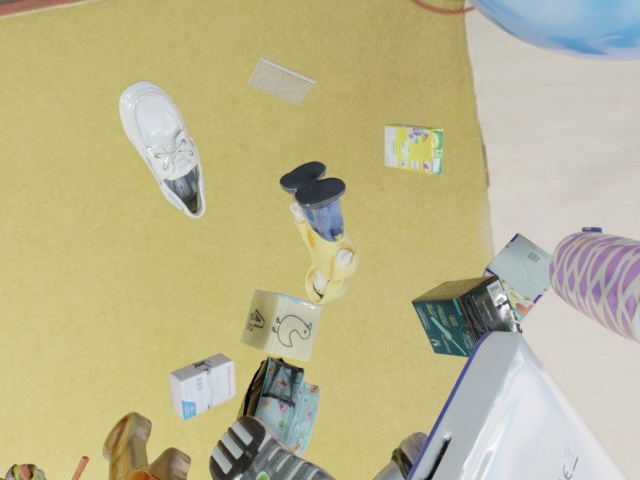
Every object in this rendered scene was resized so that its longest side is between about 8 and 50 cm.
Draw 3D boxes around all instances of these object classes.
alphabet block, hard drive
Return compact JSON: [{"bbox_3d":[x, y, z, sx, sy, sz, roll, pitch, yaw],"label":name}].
[{"bbox_3d":[-0.137,0.291,1.772,0.192,0.193,0.197,20,78,-31],"label":"alphabet block"},{"bbox_3d":[0.173,0.252,0.370,0.319,0.040,0.210,50,58,-18],"label":"hard drive"}]

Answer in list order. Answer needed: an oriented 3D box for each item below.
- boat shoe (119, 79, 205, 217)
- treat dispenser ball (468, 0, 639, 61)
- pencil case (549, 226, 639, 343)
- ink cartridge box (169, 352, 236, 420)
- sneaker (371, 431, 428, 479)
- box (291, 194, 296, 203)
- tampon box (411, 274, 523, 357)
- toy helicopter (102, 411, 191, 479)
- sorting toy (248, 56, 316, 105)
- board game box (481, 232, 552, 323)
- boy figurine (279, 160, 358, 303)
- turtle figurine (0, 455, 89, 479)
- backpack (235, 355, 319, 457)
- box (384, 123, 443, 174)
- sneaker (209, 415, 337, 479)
[{"bbox_3d":[-0.255,-0.147,0.898,0.098,0.277,0.096,-35,56,-15],"label":"boat shoe"},{"bbox_3d":[0.197,-0.254,0.297,0.288,0.288,0.288,0,89,7],"label":"treat dispenser ball"},{"bbox_3d":[0.275,0.041,0.447,0.088,0.206,0.086,12,98,4],"label":"pencil case"},{"bbox_3d":[-0.376,0.464,1.648,0.082,0.190,0.140,15,113,43],"label":"ink cartridge box"},{"bbox_3d":[0.129,0.398,0.499,0.210,0.137,0.366,-33,80,-8],"label":"sneaker"},{"bbox_3d":[-0.027,-0.115,1.618,0.093,0.156,0.158,-18,75,-9],"label":"box"},{"bbox_3d":[0.274,0.145,0.980,0.101,0.161,0.120,-25,91,-22],"label":"tampon box"},{"bbox_3d":[-0.272,0.367,0.704,0.235,0.355,0.140,-48,115,-4],"label":"toy helicopter"},{"bbox_3d":[-0.129,-0.532,1.711,0.193,0.208,0.038,19,77,-16],"label":"sorting toy"},{"bbox_3d":[0.507,0.130,1.357,0.142,0.275,0.144,-43,65,-16],"label":"board game box"},{"bbox_3d":[0.000,0.000,0.889,0.092,0.285,0.177,-28,51,-19],"label":"boy figurine"},{"bbox_3d":[-0.447,0.328,0.661,0.269,0.087,0.217,-44,125,13],"label":"turtle figurine"},{"bbox_3d":[-0.088,0.340,0.958,0.144,0.188,0.166,27,133,-2],"label":"backpack"},{"bbox_3d":[0.226,-0.218,1.213,0.043,0.179,0.105,-15,114,-31],"label":"box"},{"bbox_3d":[0.001,0.236,0.424,0.086,0.228,0.132,-48,118,-10],"label":"sneaker"}]
